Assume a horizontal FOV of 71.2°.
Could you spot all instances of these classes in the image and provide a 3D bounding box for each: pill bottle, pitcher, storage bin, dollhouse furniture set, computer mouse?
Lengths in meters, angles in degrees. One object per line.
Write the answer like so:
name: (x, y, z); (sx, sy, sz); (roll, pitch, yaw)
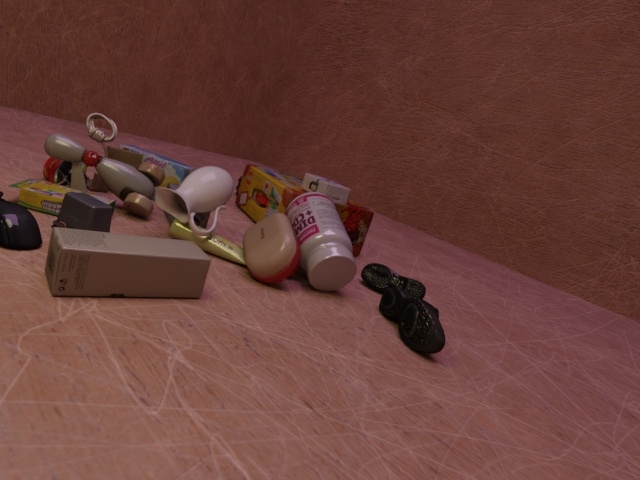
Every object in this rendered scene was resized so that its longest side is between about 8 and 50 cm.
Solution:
pill bottle: (0.000, 0.000, 1.290); (0.160, 0.160, 0.283); (12, 35, -27)
pitcher: (-0.323, -0.111, 1.251); (0.178, 0.125, 0.207); (49, 41, -1)
storage bin: (-0.556, -0.055, 1.047); (0.135, 0.091, 0.098); (23, 13, 23)
dollhouse furniture set: (-0.717, -0.250, 1.524); (0.123, 0.151, 0.144); (27, 13, 36)
computer mouse: (-0.695, -0.068, 0.905); (0.262, 0.060, 0.184); (33, 14, 29)

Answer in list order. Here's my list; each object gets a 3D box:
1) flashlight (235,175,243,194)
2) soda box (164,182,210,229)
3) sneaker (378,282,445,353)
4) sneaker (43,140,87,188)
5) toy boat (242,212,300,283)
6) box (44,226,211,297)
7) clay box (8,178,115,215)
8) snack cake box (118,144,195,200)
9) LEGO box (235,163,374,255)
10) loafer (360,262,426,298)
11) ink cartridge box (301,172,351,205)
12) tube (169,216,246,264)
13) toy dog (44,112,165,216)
flashlight: (-0.264, -0.237, 2.230); (0.304, 0.103, 0.103); (13, 12, -20)
soda box: (-0.432, -0.102, 1.427); (0.098, 0.091, 0.286); (12, 14, -29)
sneaker: (0.252, 0.192, 1.118); (0.130, 0.109, 0.286); (21, 13, -17)
sneaker: (-0.806, -0.211, 1.396); (0.118, 0.107, 0.279); (-22, 35, -4)
toy boat: (-0.116, 0.039, 1.208); (0.151, 0.151, 0.231); (55, 6, -30)
box: (-0.366, 0.047, 0.868); (0.275, 0.094, 0.113); (9, 16, -39)
clay box: (-0.675, -0.104, 1.176); (0.222, 0.053, 0.127); (15, 13, -11)
snack cake box: (-0.602, -0.234, 1.614); (0.264, 0.152, 0.089); (20, 13, 8)
LEGO box: (-0.084, -0.134, 1.828); (0.372, 0.193, 0.500); (11, 14, -32)
loafer: (0.223, 0.142, 1.389); (0.220, 0.080, 0.078); (25, -19, 32)
ink cartridge box: (0.019, -0.184, 1.596); (0.109, 0.063, 0.150); (8, 17, -40)
tube: (-0.294, 0.008, 1.236); (0.240, 0.062, 0.070); (24, 57, 0)
toy dog: (-0.634, -0.192, 1.342); (0.333, 0.161, 0.220); (46, 50, -10)
